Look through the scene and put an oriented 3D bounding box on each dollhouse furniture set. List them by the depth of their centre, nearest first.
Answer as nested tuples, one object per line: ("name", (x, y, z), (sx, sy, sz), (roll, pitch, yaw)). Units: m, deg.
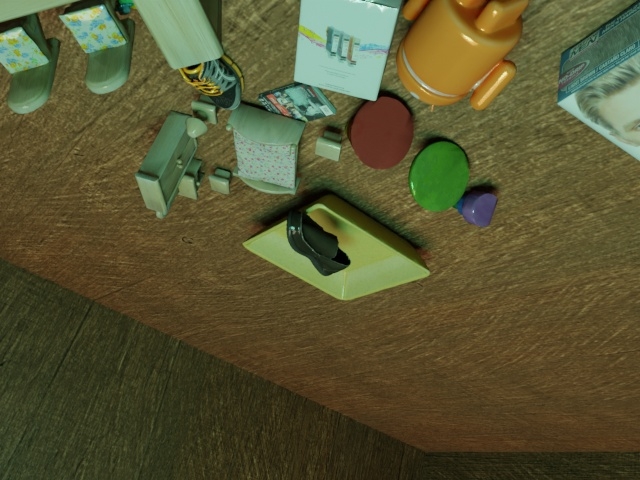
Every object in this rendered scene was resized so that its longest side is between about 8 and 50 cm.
("dollhouse furniture set", (-0.332, -0.324, 0.781), (0.394, 0.256, 0.362), (-11, 146, 9))
("dollhouse furniture set", (-0.158, -0.105, 1.272), (0.356, 0.173, 0.303), (17, 153, 5))

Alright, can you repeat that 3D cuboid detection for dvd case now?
("dvd case", (-0.043, -0.245, 1.152), (0.119, 0.013, 0.087), (-7, 145, 38))

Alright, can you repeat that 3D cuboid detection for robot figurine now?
("robot figurine", (0.185, -0.268, 0.872), (0.158, 0.128, 0.219), (22, 151, -12))

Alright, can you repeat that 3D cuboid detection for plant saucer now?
("plant saucer", (0.038, 0.012, 1.505), (0.333, 0.081, 0.333), (31, 149, -26))

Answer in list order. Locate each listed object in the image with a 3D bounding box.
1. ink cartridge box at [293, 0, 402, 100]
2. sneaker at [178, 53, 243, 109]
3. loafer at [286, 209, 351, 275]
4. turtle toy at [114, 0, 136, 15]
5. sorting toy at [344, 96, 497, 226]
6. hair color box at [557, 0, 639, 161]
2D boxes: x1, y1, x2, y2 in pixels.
("ink cartridge box", (0.043, -0.307, 0.875), (0.127, 0.128, 0.176), (15, 151, 1))
("sneaker", (-0.199, -0.290, 1.079), (0.084, 0.083, 0.215), (1, 150, 22))
("loafer", (0.000, 0.000, 1.351), (0.078, 0.080, 0.220), (-11, 148, 24))
("turtle toy", (-0.337, -0.391, 0.983), (0.130, 0.066, 0.095), (12, 152, 7))
("sorting toy", (0.172, -0.137, 1.182), (0.366, 0.127, 0.126), (30, 178, -30))
("hair color box", (0.519, -0.180, 0.888), (0.347, 0.105, 0.174), (27, 149, -19))
